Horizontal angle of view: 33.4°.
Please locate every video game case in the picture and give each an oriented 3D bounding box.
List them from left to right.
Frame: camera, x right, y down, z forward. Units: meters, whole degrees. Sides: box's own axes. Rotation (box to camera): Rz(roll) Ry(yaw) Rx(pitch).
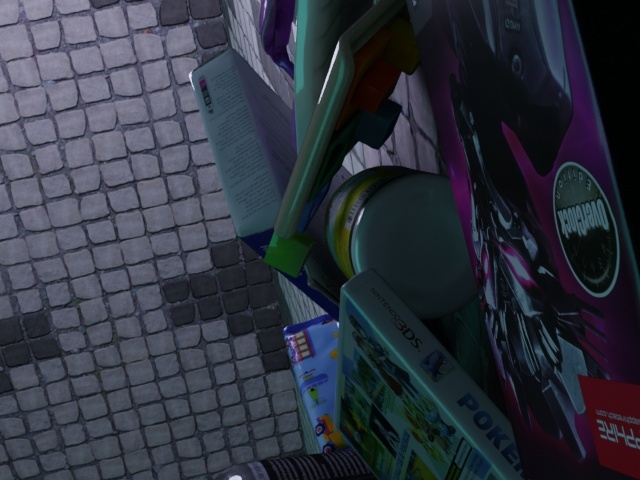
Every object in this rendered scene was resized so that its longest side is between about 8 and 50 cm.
[{"bbox_3d":[0.116,0.204,0.871,0.300,0.036,0.329,49,163,21],"label":"video game case"}]

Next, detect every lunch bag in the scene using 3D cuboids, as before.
[{"bbox_3d":[0.080,0.251,1.341,0.221,0.138,0.293,-112,-1,-48],"label":"lunch bag"}]

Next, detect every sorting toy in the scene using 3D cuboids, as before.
[{"bbox_3d":[0.037,-0.111,0.829,0.196,0.047,0.348,-57,-8,-48],"label":"sorting toy"}]

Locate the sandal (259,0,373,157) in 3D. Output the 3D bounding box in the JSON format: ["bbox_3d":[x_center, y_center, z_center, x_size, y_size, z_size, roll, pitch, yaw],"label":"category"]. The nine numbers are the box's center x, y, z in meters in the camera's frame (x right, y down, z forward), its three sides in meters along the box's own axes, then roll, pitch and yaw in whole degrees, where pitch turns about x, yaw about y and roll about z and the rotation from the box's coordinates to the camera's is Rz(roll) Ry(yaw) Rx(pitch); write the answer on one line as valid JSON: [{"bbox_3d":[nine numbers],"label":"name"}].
[{"bbox_3d":[-0.014,-0.260,0.927,0.169,0.102,0.416,-55,-27,-55],"label":"sandal"}]

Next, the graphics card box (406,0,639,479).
[{"bbox_3d":[0.139,-0.006,0.504,0.233,0.094,0.371,161,96,-83],"label":"graphics card box"}]

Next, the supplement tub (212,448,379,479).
[{"bbox_3d":[0.010,0.314,1.093,0.193,0.316,0.194,177,90,-75],"label":"supplement tub"}]

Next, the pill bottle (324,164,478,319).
[{"bbox_3d":[0.068,-0.006,0.935,0.208,0.119,0.119,-141,38,-79],"label":"pill bottle"}]

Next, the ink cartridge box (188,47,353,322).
[{"bbox_3d":[0.000,0.000,1.153,0.324,0.071,0.330,44,-158,-49],"label":"ink cartridge box"}]

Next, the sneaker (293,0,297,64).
[{"bbox_3d":[-0.016,-0.291,1.159,0.080,0.094,0.212,-151,48,-82],"label":"sneaker"}]
